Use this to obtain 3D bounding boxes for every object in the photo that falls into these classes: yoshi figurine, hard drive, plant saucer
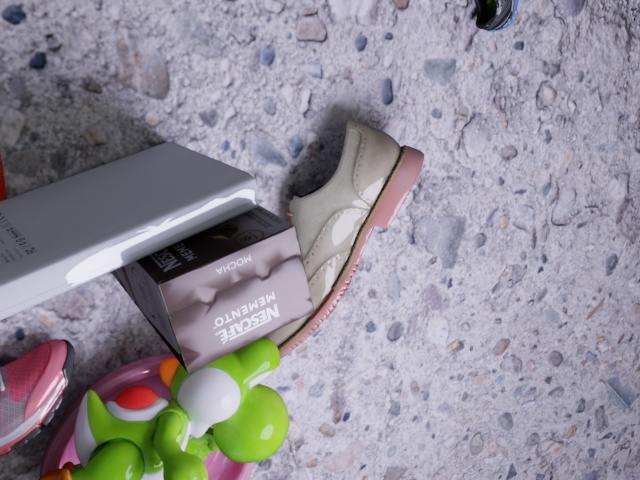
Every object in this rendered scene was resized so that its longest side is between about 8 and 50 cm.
[{"bbox_3d":[-0.183,0.282,0.926,0.362,0.203,0.203,-35,139,-19],"label":"yoshi figurine"},{"bbox_3d":[-0.278,-0.019,0.789,0.353,0.233,0.047,-27,122,-28],"label":"hard drive"},{"bbox_3d":[-0.254,0.316,1.050,0.332,0.084,0.332,-12,115,-27],"label":"plant saucer"}]

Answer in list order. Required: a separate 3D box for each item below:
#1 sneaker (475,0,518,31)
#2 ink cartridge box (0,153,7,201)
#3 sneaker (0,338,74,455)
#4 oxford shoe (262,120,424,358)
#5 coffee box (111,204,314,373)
[{"bbox_3d":[0.277,-0.428,1.103,0.078,0.067,0.188,-23,122,-30],"label":"sneaker"},{"bbox_3d":[-0.462,-0.029,0.812,0.179,0.045,0.145,-9,113,-26],"label":"ink cartridge box"},{"bbox_3d":[-0.458,0.220,0.867,0.314,0.116,0.136,-39,123,-13],"label":"sneaker"},{"bbox_3d":[0.000,0.000,1.084,0.147,0.140,0.397,31,96,-6],"label":"oxford shoe"},{"bbox_3d":[-0.158,0.019,0.862,0.168,0.297,0.118,-23,119,-22],"label":"coffee box"}]
